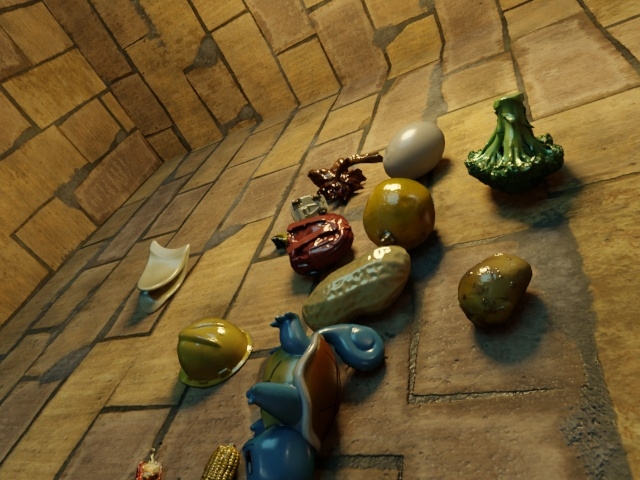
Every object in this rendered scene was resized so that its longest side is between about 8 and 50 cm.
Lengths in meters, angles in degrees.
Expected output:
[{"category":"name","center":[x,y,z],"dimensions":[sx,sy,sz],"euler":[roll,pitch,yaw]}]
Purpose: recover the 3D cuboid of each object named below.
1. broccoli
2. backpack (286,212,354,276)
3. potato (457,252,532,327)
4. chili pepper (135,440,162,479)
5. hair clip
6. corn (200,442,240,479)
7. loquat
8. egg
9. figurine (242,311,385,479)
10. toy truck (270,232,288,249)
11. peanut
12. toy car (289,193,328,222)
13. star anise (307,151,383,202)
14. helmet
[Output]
[{"category":"broccoli","center":[0.512,-0.253,1.201],"dimensions":[0.254,0.268,0.269],"euler":[-11,33,8]},{"category":"backpack","center":[0.001,0.002,1.409],"dimensions":[0.229,0.138,0.229],"euler":[-23,31,15]},{"category":"potato","center":[0.365,0.099,0.950],"dimensions":[0.137,0.137,0.176],"euler":[5,44,46]},{"category":"chili pepper","center":[-0.395,0.575,1.008],"dimensions":[0.267,0.059,0.050],"euler":[-102,35,-56]},{"category":"hair clip","center":[-0.632,0.142,1.778],"dimensions":[0.173,0.113,0.282],"euler":[5,47,10]},{"category":"corn","center":[-0.224,0.516,0.915],"dimensions":[0.068,0.068,0.207],"euler":[-11,38,32]},{"category":"loquat","center":[0.212,-0.059,1.251],"dimensions":[0.214,0.213,0.246],"euler":[-7,35,36]},{"category":"egg","center":[0.316,-0.302,1.543],"dimensions":[0.232,0.176,0.176],"euler":[-38,30,-2]},{"category":"figurine","center":[-0.049,0.312,0.946],"dimensions":[0.416,0.243,0.297],"euler":[-50,-9,-35]},{"category":"toy truck","center":[-0.132,-0.001,1.627],"dimensions":[0.083,0.049,0.054],"euler":[6,45,48]},{"category":"peanut","center":[0.094,0.129,1.136],"dimensions":[0.313,0.152,0.152],"euler":[-30,30,2]},{"category":"toy car","center":[-0.049,-0.119,1.690],"dimensions":[0.139,0.112,0.112],"euler":[-26,13,-10]},{"category":"star anise","center":[0.095,-0.249,1.699],"dimensions":[0.347,0.148,0.237],"euler":[-16,34,43]},{"category":"helmet","center":[-0.330,0.296,1.280],"dimensions":[0.257,0.140,0.205],"euler":[-12,35,25]}]
